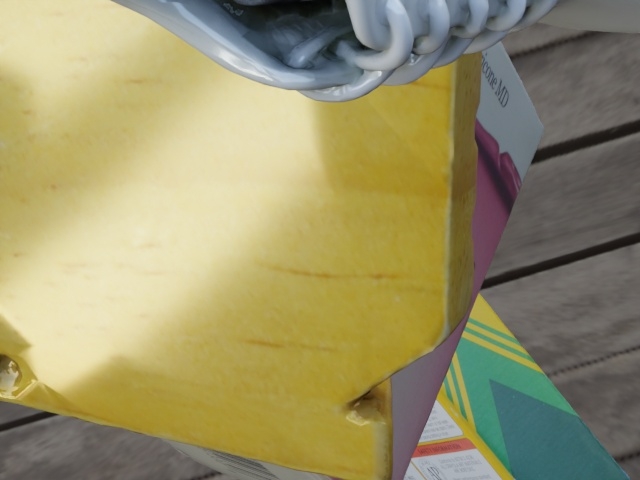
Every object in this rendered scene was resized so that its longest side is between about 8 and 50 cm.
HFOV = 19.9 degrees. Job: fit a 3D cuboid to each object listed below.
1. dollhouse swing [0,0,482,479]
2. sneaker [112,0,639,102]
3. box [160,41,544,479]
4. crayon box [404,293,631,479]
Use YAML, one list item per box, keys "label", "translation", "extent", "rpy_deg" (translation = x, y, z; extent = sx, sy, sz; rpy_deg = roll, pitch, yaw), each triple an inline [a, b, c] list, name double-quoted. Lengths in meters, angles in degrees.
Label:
- label: "dollhouse swing"
  translation: [-0.039, -0.144, 0.754]
  extent: [0.315, 0.305, 0.347]
  rpy_deg: [10, 115, 22]
- label: "sneaker"
  translation: [0.012, -0.076, 0.452]
  extent: [0.258, 0.094, 0.091]
  rpy_deg: [9, 65, -26]
- label: "box"
  translation: [0.000, 0.000, 0.898]
  extent: [0.126, 0.148, 0.232]
  rpy_deg: [16, 74, 27]
- label: "crayon box"
  translation: [0.066, 0.097, 1.389]
  extent: [0.083, 0.203, 0.323]
  rpy_deg: [-43, 99, -24]
